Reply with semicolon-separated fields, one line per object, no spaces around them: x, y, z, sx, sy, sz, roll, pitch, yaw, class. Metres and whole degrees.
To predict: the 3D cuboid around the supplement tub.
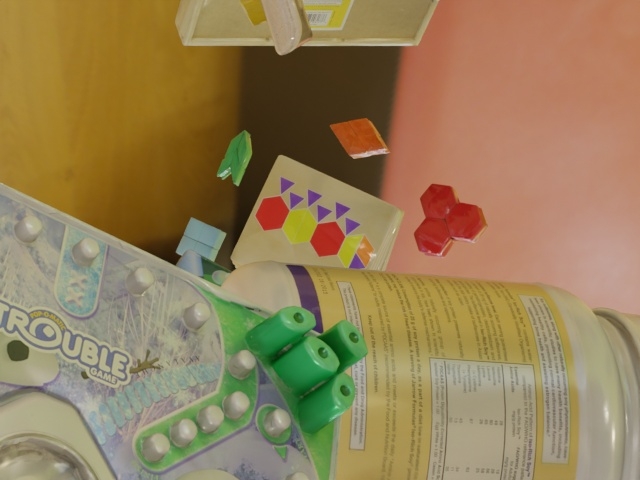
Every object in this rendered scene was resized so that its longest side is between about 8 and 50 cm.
0.084;0.145;1.248;0.331;0.241;0.241;5;132;-14;supplement tub

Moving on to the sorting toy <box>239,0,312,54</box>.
-0.051;-0.227;1.156;0.038;0.193;0.208;-16;-172;3;sorting toy

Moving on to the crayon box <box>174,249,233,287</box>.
-0.034;0.166;1.499;0.203;0.323;0.083;-58;174;-41;crayon box

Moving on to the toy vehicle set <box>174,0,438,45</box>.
0.001;-0.264;1.633;0.267;0.035;0.166;-3;143;-24;toy vehicle set

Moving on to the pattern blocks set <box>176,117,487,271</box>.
0.000;0.000;1.832;0.285;0.325;0.026;-57;153;4;pattern blocks set

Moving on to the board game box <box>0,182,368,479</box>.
-0.148;0.139;0.860;0.390;0.390;0.050;27;139;-25;board game box
